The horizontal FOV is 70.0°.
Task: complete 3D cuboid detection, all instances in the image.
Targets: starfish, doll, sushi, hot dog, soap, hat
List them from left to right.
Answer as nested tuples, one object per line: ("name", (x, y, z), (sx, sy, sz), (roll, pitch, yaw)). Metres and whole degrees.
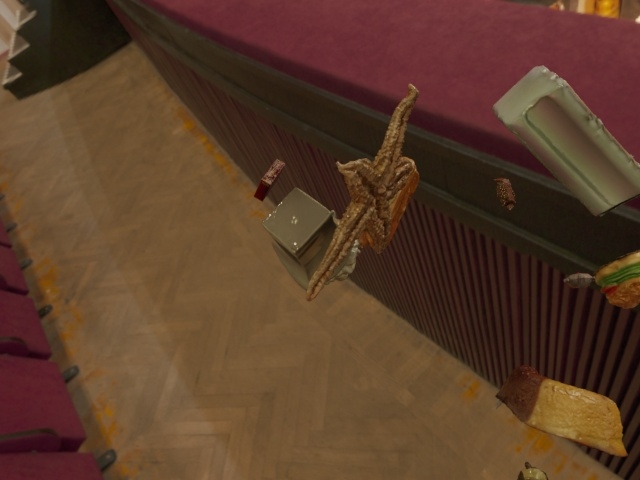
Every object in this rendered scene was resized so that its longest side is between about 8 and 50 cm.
("starfish", (0.072, -0.044, 0.615), (0.048, 0.231, 0.294), (24, 90, 25))
("hot dog", (0.169, -0.090, 1.121), (0.072, 0.109, 0.269), (23, 76, 27))
("sushi", (0.645, -0.164, 1.598), (0.055, 0.052, 0.120), (-15, 87, -17))
("hat", (0.601, 0.670, 1.292), (0.076, 0.077, 0.059), (-42, 16, 39))
("soap", (0.647, -0.229, 1.158), (0.156, 0.446, 0.261), (-45, 17, 27))
("doll", (0.999, 0.158, 1.772), (0.104, 0.195, 0.062), (17, 84, 26))

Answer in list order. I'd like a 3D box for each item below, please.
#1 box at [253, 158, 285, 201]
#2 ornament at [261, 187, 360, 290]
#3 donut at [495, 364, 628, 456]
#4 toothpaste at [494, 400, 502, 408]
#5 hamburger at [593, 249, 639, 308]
("box", (-0.103, -0.122, 0.926), (0.023, 0.051, 0.082), (30, 44, -4))
("ornament", (-0.007, 0.013, 0.724), (0.120, 0.285, 0.130), (43, 95, 11))
("donut", (0.490, 0.349, 1.001), (0.295, 0.151, 0.112), (8, 80, 61))
("toothpaste", (0.656, 0.574, 1.650), (0.015, 0.024, 0.083), (47, 121, 40))
("hamburger", (1.051, 0.135, 1.515), (0.237, 0.237, 0.148), (-21, 59, 9))
